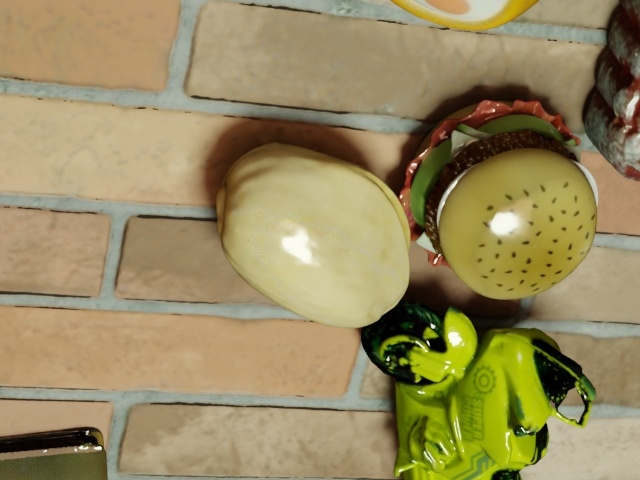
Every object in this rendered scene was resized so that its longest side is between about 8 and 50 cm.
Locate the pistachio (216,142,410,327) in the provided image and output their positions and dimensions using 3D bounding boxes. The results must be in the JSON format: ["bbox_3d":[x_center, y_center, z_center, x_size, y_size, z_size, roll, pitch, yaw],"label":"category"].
[{"bbox_3d":[0.000,0.000,1.270,0.145,0.117,0.200,-33,124,31],"label":"pistachio"}]

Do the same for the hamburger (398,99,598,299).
[{"bbox_3d":[0.160,-0.029,1.290,0.175,0.137,0.175,-8,121,-14],"label":"hamburger"}]

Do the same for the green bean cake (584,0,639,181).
[{"bbox_3d":[0.356,-0.139,1.299,0.233,0.097,0.198,6,119,-19],"label":"green bean cake"}]

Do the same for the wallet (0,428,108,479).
[{"bbox_3d":[-0.296,0.231,1.389,0.198,0.031,0.110,-5,122,-13],"label":"wallet"}]

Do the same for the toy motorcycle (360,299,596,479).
[{"bbox_3d":[0.158,0.194,1.433,0.206,0.142,0.342,8,129,25],"label":"toy motorcycle"}]

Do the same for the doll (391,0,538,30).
[{"bbox_3d":[0.078,-0.267,1.103,0.236,0.213,0.213,12,129,28],"label":"doll"}]
